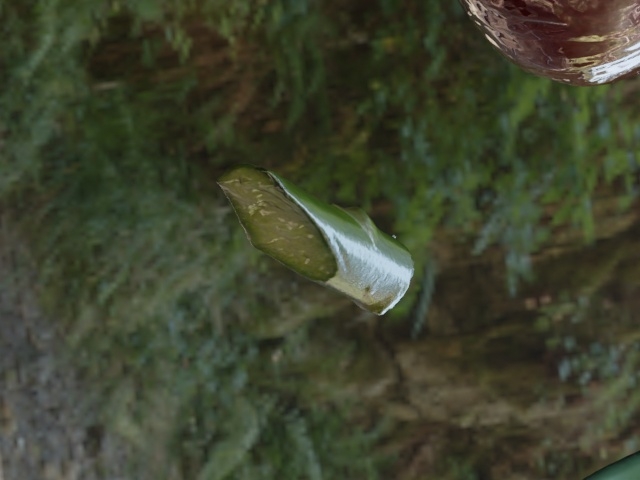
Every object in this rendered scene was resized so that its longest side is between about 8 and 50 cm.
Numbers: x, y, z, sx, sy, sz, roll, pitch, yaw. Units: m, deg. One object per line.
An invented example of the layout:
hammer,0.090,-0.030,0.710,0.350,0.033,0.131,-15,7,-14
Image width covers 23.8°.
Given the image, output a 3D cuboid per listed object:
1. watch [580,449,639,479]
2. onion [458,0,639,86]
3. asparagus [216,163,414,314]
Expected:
watch,0.196,0.100,0.544,0.195,0.237,0.068,-54,124,-84
onion,0.149,-0.266,0.843,0.347,0.285,0.347,-56,159,-35
asparagus,0.000,0.000,0.760,0.041,0.045,0.178,52,11,26
